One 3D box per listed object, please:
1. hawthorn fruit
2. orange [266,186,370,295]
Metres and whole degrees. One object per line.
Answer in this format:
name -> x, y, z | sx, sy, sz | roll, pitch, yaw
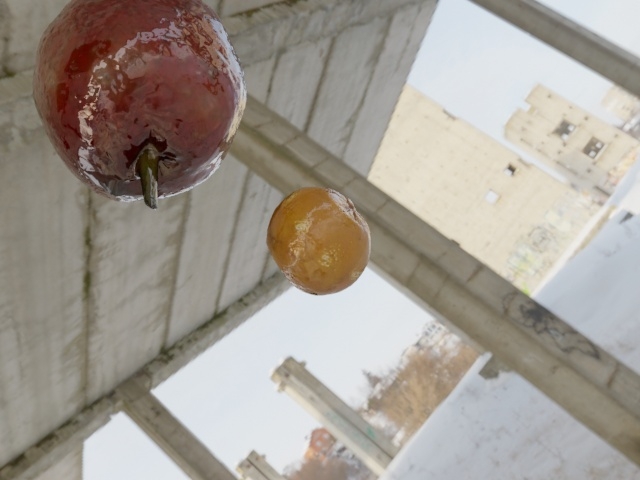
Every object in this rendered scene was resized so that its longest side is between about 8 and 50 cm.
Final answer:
hawthorn fruit -> -0.227, -0.166, 0.839 | 0.285, 0.368, 0.284 | -12, -43, -11
orange -> 0.000, 0.000, 0.470 | 0.070, 0.083, 0.083 | -35, -16, 7
